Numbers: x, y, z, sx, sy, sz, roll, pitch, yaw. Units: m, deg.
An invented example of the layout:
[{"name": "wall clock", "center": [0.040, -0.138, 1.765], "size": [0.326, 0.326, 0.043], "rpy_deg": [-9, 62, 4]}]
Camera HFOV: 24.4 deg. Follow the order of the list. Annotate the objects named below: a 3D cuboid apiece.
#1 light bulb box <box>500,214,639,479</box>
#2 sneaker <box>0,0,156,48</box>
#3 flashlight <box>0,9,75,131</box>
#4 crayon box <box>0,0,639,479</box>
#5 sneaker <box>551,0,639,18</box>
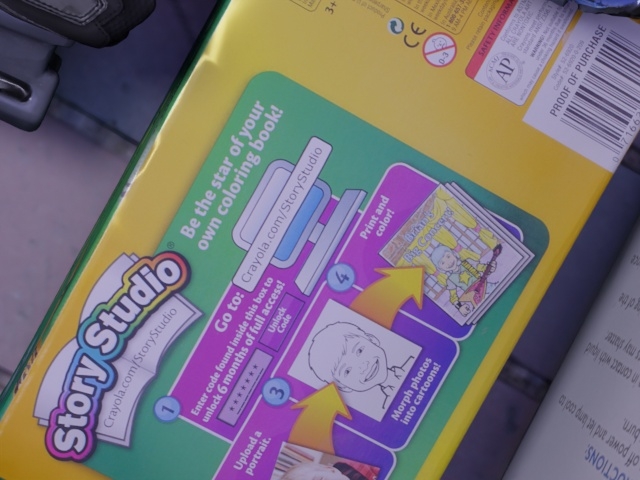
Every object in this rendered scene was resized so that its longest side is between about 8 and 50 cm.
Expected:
[{"name": "light bulb box", "center": [0.307, 0.075, 0.572], "size": [0.358, 0.225, 0.361], "rpy_deg": [26, 93, -10]}, {"name": "sneaker", "center": [-0.053, -0.157, 0.535], "size": [0.106, 0.078, 0.234], "rpy_deg": [37, 60, -12]}, {"name": "flashlight", "center": [-0.224, -0.155, 0.540], "size": [0.304, 0.103, 0.103], "rpy_deg": [22, 121, -13]}, {"name": "crayon box", "center": [0.000, 0.000, 0.594], "size": [0.165, 0.081, 0.278], "rpy_deg": [29, 94, -10]}, {"name": "sneaker", "center": [0.072, -0.177, 0.529], "size": [0.083, 0.087, 0.221], "rpy_deg": [-14, 72, -44]}]
